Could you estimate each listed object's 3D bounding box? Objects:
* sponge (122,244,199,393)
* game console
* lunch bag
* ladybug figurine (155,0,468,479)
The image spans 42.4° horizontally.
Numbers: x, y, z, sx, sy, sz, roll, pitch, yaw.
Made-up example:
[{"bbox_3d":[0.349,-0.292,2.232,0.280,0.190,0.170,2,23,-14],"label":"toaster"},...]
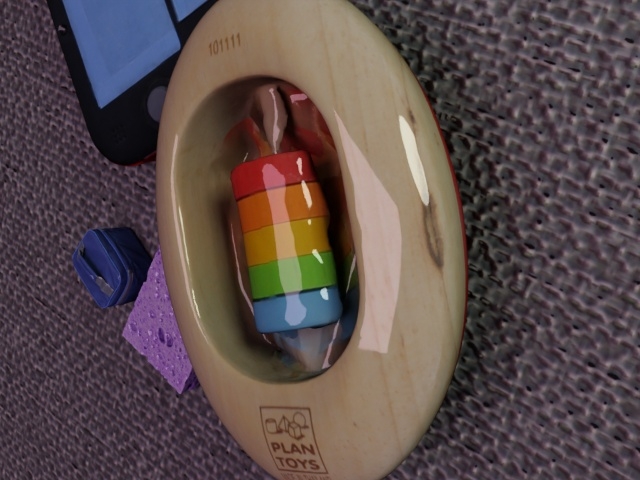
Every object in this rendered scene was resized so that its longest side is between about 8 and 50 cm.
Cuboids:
[{"bbox_3d":[-0.150,0.058,0.939,0.117,0.031,0.210,39,117,28],"label":"sponge"},{"bbox_3d":[-0.179,-0.307,0.906,0.342,0.060,0.386,-27,79,37],"label":"game console"},{"bbox_3d":[-0.254,0.029,0.995,0.098,0.065,0.067,50,121,22],"label":"lunch bag"},{"bbox_3d":[0.000,0.000,0.734,0.305,0.162,0.449,-7,90,37],"label":"ladybug figurine"}]
